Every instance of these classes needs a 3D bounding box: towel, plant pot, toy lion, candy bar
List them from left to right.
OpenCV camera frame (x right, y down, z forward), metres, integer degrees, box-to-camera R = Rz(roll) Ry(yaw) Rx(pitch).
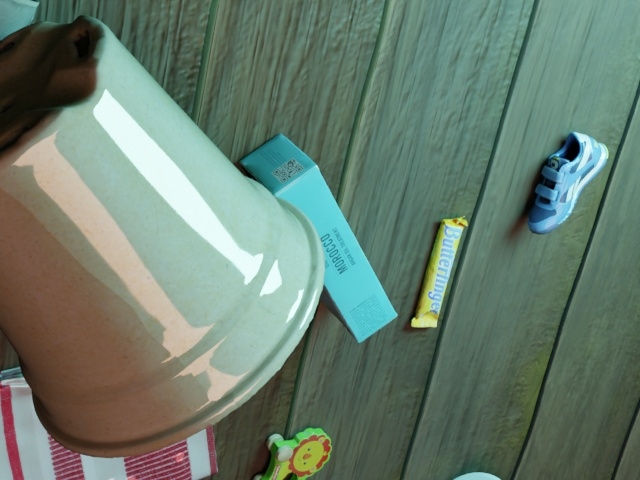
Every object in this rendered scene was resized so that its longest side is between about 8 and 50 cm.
[{"bbox_3d":[-0.283,0.237,1.396,0.328,0.037,0.237,-14,123,-20],"label":"towel"},{"bbox_3d":[-0.211,-0.023,1.102,0.333,0.334,0.305,-37,127,-4],"label":"plant pot"},{"bbox_3d":[-0.032,0.291,1.561,0.096,0.034,0.100,6,114,-38],"label":"toy lion"},{"bbox_3d":[0.152,0.040,1.520,0.040,0.018,0.162,1,117,-28],"label":"candy bar"}]

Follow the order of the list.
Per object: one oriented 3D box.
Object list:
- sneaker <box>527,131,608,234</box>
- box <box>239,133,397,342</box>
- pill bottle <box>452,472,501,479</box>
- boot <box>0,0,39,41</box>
[{"bbox_3d":[0.303,-0.075,1.514,0.059,0.053,0.144,33,90,-37],"label":"sneaker"},{"bbox_3d":[0.000,0.000,1.369,0.060,0.100,0.244,-35,127,-7],"label":"box"},{"bbox_3d":[0.266,0.457,1.736,0.136,0.136,0.246,-40,127,-2],"label":"pill bottle"},{"bbox_3d":[-0.379,-0.160,1.100,0.189,0.076,0.209,8,120,-46],"label":"boot"}]
